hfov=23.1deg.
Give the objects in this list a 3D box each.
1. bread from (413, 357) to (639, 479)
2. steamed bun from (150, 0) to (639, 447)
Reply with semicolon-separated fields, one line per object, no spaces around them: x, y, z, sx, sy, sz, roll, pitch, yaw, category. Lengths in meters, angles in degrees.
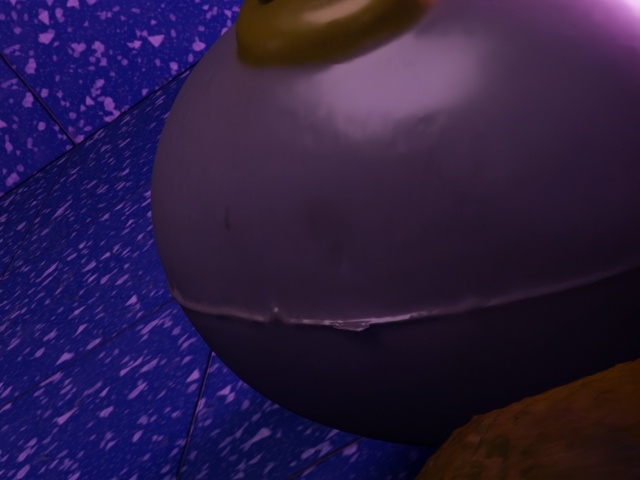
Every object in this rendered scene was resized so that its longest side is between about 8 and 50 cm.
0.115;0.188;0.548;0.251;0.208;0.376;-23;19;27;bread
0.079;-0.031;0.941;0.373;0.334;0.334;1;40;39;steamed bun
